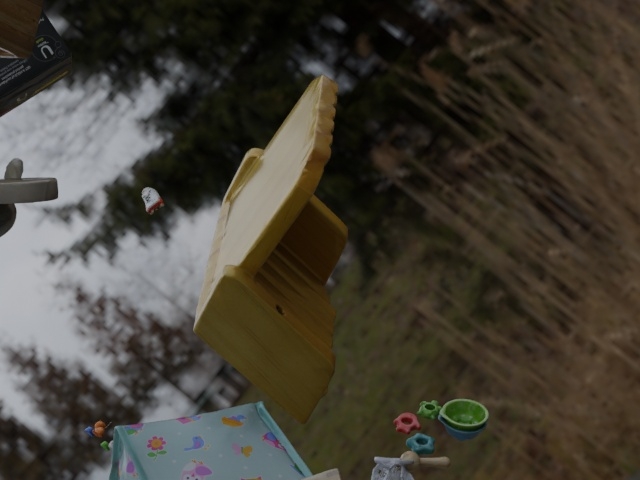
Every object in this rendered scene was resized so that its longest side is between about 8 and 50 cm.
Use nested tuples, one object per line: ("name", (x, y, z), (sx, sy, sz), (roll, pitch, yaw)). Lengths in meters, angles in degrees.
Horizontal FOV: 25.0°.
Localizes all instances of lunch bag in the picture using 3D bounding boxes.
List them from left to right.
("lunch bag", (-0.121, 0.344, 1.793), (0.223, 0.262, 0.160), (-8, -50, -27))

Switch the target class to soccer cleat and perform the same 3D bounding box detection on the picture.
("soccer cleat", (-0.248, -0.061, 2.114), (0.029, 0.036, 0.083), (-35, 8, 0))

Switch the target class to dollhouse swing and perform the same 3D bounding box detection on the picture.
("dollhouse swing", (0.000, 0.000, 2.086), (0.305, 0.315, 0.347), (-38, 23, 24))

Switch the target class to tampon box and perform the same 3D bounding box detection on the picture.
("tampon box", (-0.423, -0.269, 1.924), (0.120, 0.161, 0.101), (-34, -2, -12))

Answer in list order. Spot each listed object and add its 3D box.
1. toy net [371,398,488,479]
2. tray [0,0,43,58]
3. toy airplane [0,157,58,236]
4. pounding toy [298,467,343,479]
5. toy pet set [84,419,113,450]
("toy net", (0.134, 0.284, 2.045), (0.232, 0.122, 0.045), (-29, -45, -44))
("tray", (-0.491, -0.276, 1.402), (0.411, 0.202, 0.076), (19, -99, -52))
("toy airplane", (-0.538, -0.042, 1.613), (0.384, 0.386, 0.272), (-25, -55, -35))
("pounding toy", (-0.035, 0.341, 1.360), (0.181, 0.206, 0.094), (-18, 37, 0))
("toy pet set", (-0.246, 0.279, 1.997), (0.065, 0.122, 0.114), (-51, 18, -22))
